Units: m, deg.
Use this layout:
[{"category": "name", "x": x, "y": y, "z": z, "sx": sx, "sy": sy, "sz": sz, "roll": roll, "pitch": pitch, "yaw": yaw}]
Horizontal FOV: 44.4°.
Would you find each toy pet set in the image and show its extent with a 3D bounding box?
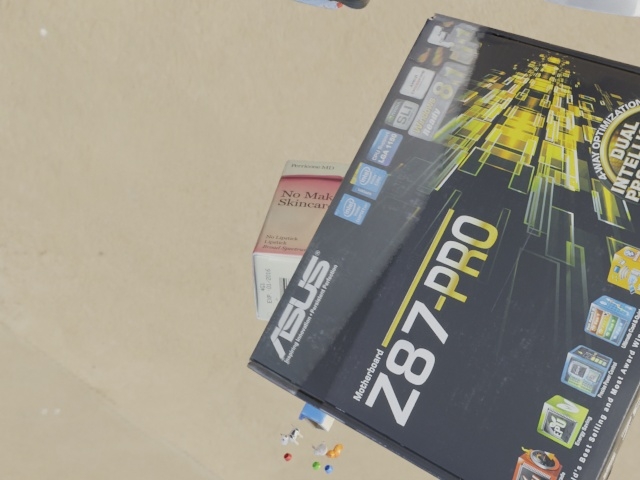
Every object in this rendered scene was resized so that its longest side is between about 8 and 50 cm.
[{"category": "toy pet set", "x": -0.017, "y": 0.338, "z": 1.396, "sx": 0.122, "sy": 0.114, "sz": 0.065, "roll": -2, "pitch": 139, "yaw": 45}]

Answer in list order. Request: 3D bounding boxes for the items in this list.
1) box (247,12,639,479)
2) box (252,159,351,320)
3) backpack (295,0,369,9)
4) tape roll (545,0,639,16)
[{"category": "box", "x": 0.161, "y": 0.015, "z": 0.709, "sx": 0.318, "sy": 0.395, "sz": 0.097, "roll": 25, "pitch": 173, "yaw": 30}, {"category": "box", "x": 0.000, "y": 0.000, "z": 1.126, "sx": 0.148, "sy": 0.232, "sz": 0.127, "roll": 5, "pitch": 129, "yaw": 7}, {"category": "backpack", "x": -0.004, "y": -0.535, "z": 1.313, "sx": 0.276, "sy": 0.264, "sz": 0.213, "roll": 10, "pitch": 166, "yaw": -27}, {"category": "tape roll", "x": 0.354, "y": -0.359, "z": 0.890, "sx": 0.246, "sy": 0.246, "sz": 0.169, "roll": 4, "pitch": 118, "yaw": -2}]
